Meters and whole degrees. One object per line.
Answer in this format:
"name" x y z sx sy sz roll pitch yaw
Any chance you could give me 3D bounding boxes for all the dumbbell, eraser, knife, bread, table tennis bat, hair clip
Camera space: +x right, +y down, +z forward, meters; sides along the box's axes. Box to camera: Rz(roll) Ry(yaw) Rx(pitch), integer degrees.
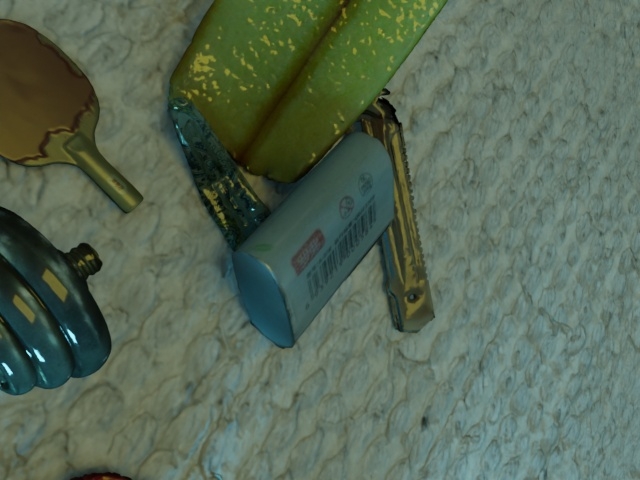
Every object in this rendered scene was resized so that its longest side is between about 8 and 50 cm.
"dumbbell" -0.328 0.123 0.411 0.406 0.179 0.179 -43 109 -39
"eraser" 0.000 0.000 0.705 0.227 0.081 0.174 -50 152 -30
"knife" 0.101 -0.040 0.841 0.089 0.043 0.366 -13 96 -2
"bread" 0.003 -0.259 0.673 0.233 0.245 0.362 33 69 -15
"table tennis bat" -0.276 -0.121 0.596 0.234 0.022 0.131 48 60 -20
"hair clip" -0.114 -0.066 0.683 0.066 0.036 0.229 -31 115 -7

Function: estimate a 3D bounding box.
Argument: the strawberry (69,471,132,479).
"strawberry" -0.228 0.283 0.570 0.152 0.048 0.104 6 75 -44
